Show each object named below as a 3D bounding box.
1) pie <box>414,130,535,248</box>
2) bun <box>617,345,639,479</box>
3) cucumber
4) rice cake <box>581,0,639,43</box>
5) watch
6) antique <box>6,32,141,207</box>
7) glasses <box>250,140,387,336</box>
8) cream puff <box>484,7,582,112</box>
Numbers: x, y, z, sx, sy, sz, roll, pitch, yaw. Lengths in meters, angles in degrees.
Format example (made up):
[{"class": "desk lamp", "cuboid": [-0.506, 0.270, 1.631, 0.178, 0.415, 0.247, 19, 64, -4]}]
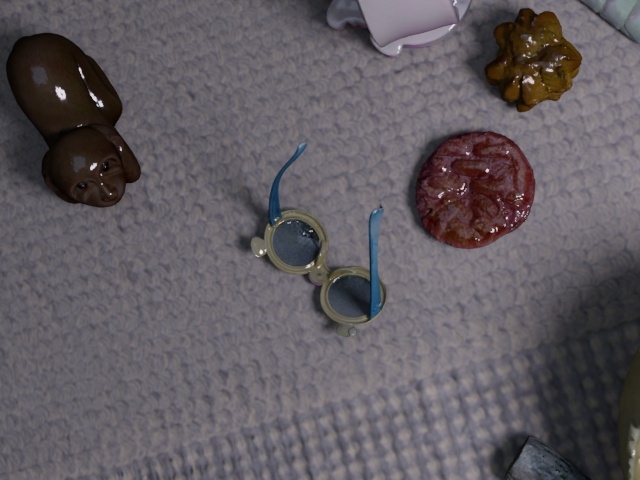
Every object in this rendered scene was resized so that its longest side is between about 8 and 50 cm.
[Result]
[{"class": "pie", "cuboid": [0.189, -0.062, 1.308, 0.155, 0.036, 0.154, -2, 80, 14]}, {"class": "bun", "cuboid": [0.487, 0.177, 1.093, 0.365, 0.202, 0.364, 4, 110, 10]}, {"class": "cucumber", "cuboid": [0.268, 0.277, 1.215, 0.112, 0.064, 0.064, 36, 90, 15]}, {"class": "rice cake", "cuboid": [0.388, -0.370, 1.315, 0.189, 0.037, 0.198, 42, 92, 17]}, {"class": "watch", "cuboid": [0.071, -0.354, 1.291, 0.196, 0.231, 0.244, -15, 80, 14]}, {"class": "antique", "cuboid": [-0.328, -0.156, 1.402, 0.121, 0.143, 0.256, -22, 77, 7]}, {"class": "glasses", "cuboid": [0.022, -0.016, 1.270, 0.190, 0.220, 0.088, 43, 53, 18]}, {"class": "cream puff", "cuboid": [0.257, -0.220, 1.290, 0.116, 0.094, 0.122, 8, 78, 13]}]
